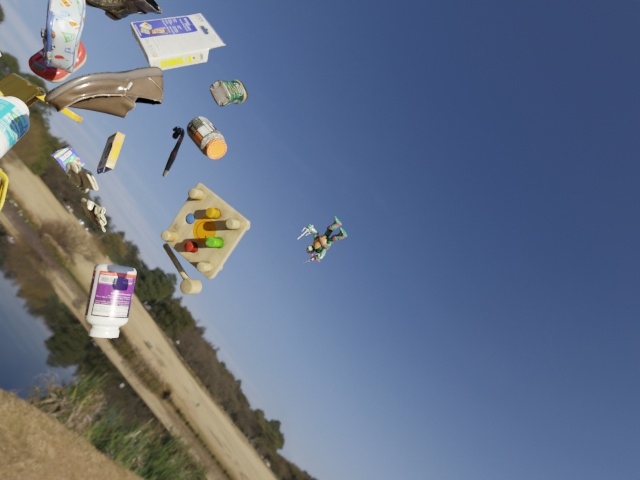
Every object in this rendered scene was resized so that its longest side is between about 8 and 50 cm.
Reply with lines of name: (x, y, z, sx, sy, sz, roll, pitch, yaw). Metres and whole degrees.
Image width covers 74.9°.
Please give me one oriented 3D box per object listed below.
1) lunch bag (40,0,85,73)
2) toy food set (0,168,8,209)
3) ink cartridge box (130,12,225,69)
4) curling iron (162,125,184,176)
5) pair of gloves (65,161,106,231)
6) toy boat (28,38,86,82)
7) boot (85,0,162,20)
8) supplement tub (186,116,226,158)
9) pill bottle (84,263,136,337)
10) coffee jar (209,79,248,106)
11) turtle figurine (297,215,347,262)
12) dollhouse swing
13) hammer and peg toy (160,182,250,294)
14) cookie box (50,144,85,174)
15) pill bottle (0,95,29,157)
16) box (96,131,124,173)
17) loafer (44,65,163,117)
lunch bag: (-0.917, -0.764, 1.491, 0.243, 0.115, 0.303, -30, -122, 49)
toy food set: (-1.043, -0.131, 1.290, 0.128, 0.217, 0.071, -13, -21, 25)
ink cartridge box: (-0.587, -0.824, 1.724, 0.303, 0.307, 0.072, 57, -26, 31)
curling iron: (-0.689, -0.412, 1.954, 0.068, 0.035, 0.274, 48, -55, 29)
pair of gloves: (-0.832, -0.160, 1.483, 0.204, 0.042, 0.240, 26, -48, 35)
toy boat: (-1.081, -0.771, 1.710, 0.151, 0.231, 0.151, 28, -28, 2)
boot: (-0.794, -0.968, 1.655, 0.229, 0.263, 0.091, 0, -89, 18)
supplement tub: (-0.490, -0.442, 1.813, 0.190, 0.117, 0.117, 49, -24, 30)
pill bottle: (-0.965, 0.274, 1.918, 0.181, 0.182, 0.322, -9, -108, 62)
coffee jar: (-0.369, -0.606, 1.713, 0.079, 0.184, 0.096, -22, -76, 22)
turtle figurine: (0.000, 0.000, 1.889, 0.175, 0.234, 0.118, 60, 13, 21)
dollhouse swing: (-1.363, -0.597, 1.968, 0.305, 0.315, 0.347, 52, -13, -32)
hammer and peg toy: (-0.443, 0.005, 1.487, 0.266, 0.361, 0.127, 38, 8, 15)
cookie box: (-1.145, -0.364, 1.896, 0.040, 0.092, 0.107, 12, -38, 32)
pill bottle: (-1.072, -0.382, 1.383, 0.264, 0.146, 0.146, -98, 177, -49)
box: (-0.665, -0.270, 1.322, 0.081, 0.136, 0.028, -4, -19, 43)
loafer: (-0.619, -0.434, 1.257, 0.134, 0.366, 0.130, 6, -62, 42)
